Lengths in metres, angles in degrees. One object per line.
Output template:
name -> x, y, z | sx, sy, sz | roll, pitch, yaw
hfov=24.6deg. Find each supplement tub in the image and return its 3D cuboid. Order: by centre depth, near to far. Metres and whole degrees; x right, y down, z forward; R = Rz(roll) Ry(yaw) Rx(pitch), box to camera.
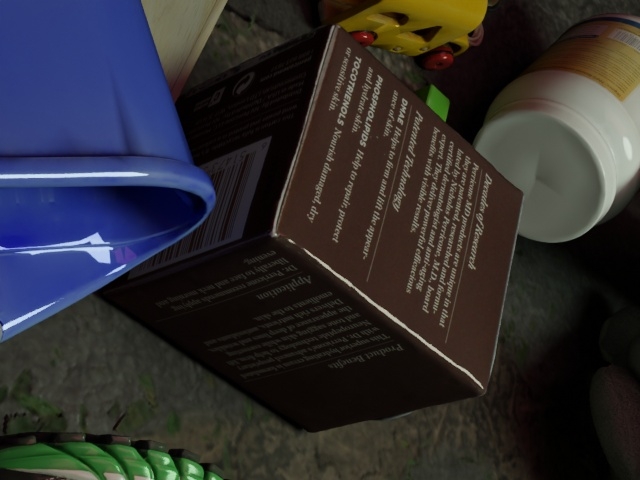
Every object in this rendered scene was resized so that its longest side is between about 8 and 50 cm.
supplement tub -> 0.227, -0.098, 1.262 | 0.199, 0.144, 0.144 | -42, 107, -46

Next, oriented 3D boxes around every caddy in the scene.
caddy -> -0.212, -0.025, 0.708 | 0.341, 0.241, 0.179 | -4, 75, -46

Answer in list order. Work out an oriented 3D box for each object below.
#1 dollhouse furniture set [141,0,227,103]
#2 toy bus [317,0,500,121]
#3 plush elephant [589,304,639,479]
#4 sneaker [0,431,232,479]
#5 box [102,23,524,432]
dollhouse furniture set -> -0.180, -0.254, 0.971 | 0.303, 0.174, 0.356 | 7, 42, -32
toy bus -> 0.088, -0.206, 1.184 | 0.191, 0.104, 0.202 | 52, 46, -21
plush elephant -> 0.314, 0.236, 1.184 | 0.271, 0.255, 0.330 | 25, 10, 6
sneaker -> -0.088, 0.214, 0.832 | 0.343, 0.134, 0.146 | 38, 53, -32
box -> 0.000, 0.000, 0.972 | 0.203, 0.168, 0.167 | 38, 51, -32
